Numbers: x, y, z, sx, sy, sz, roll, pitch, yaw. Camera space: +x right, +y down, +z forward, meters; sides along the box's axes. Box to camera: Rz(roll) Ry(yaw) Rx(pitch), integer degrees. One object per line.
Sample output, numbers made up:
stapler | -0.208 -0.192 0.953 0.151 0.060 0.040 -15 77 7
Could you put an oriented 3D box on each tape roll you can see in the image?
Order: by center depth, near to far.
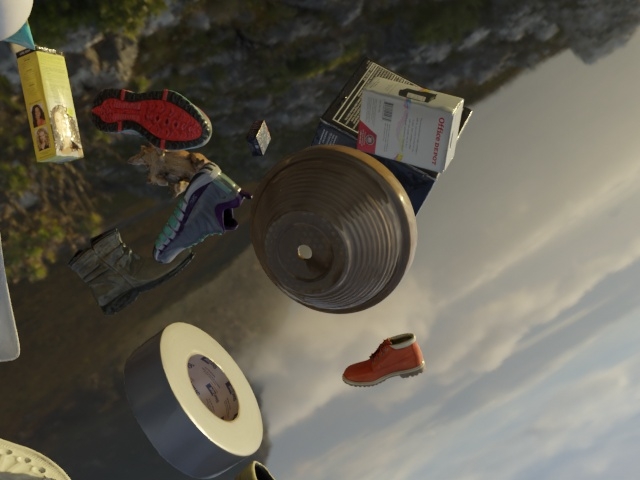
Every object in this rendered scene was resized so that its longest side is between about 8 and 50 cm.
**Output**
tape roll | -0.179 0.228 1.278 0.072 0.219 0.219 -36 170 16

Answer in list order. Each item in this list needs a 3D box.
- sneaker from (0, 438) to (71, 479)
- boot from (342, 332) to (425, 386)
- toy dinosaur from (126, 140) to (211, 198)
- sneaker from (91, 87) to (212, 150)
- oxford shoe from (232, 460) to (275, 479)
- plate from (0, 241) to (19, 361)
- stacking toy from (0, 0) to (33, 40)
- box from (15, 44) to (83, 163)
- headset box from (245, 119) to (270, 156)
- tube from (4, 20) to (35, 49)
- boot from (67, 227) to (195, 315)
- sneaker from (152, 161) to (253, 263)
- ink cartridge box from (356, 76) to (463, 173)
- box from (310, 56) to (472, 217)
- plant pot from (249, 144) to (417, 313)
sneaker | -0.511 0.422 1.316 0.130 0.323 0.236 -5 113 -66
boot | 0.112 0.220 1.662 0.158 0.084 0.059 -15 -151 -2
toy dinosaur | -0.338 -0.185 2.170 0.127 0.296 0.200 -66 173 11
sneaker | -0.289 -0.228 1.633 0.125 0.262 0.104 -4 109 -59
oxford shoe | -0.015 0.395 1.168 0.397 0.140 0.146 13 -115 46
plate | -0.638 0.070 1.431 0.278 0.277 0.045 -4 -162 -3
stacking toy | -0.649 -0.292 1.328 0.480 0.350 0.350 -22 171 4
box | -0.556 -0.278 1.831 0.058 0.232 0.087 -14 177 25
headset box | -0.159 -0.267 2.306 0.032 0.062 0.083 -2 -137 19
tube | -0.528 -0.404 1.487 0.207 0.080 0.052 104 5 -54
boot | -0.406 0.037 1.923 0.247 0.161 0.083 -34 -170 -18
sneaker | -0.193 -0.020 1.428 0.223 0.098 0.083 -53 -176 41
ink cartridge box | 0.164 -0.213 1.640 0.072 0.175 0.127 -51 153 -49
box | 0.159 -0.235 2.101 0.296 0.294 0.182 -57 173 -42
plant pot | 0.000 0.000 1.180 0.237 0.237 0.110 -38 -178 30
